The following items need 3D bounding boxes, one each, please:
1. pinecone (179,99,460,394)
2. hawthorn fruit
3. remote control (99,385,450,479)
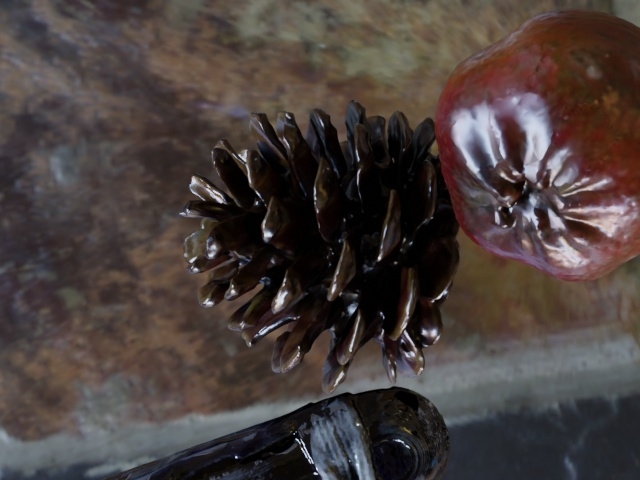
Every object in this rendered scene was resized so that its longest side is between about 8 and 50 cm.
[{"bbox_3d":[0.000,0.000,0.975,0.208,0.208,0.207,1,95,9],"label":"pinecone"},{"bbox_3d":[0.156,-0.067,0.868,0.157,0.194,0.157,12,121,22],"label":"hawthorn fruit"},{"bbox_3d":[-0.051,0.158,0.820,0.266,0.066,0.090,-21,117,4],"label":"remote control"}]
